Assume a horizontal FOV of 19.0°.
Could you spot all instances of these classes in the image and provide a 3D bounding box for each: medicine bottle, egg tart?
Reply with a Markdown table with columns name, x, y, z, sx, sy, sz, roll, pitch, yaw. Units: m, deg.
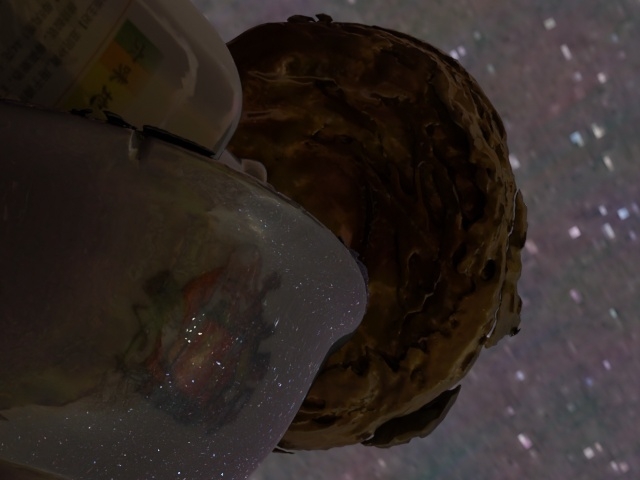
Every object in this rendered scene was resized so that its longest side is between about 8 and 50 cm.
| name | x | y | z | sx | sy | sz | roll | pitch | yaw |
| --- | --- | --- | --- | --- | --- | --- | --- | --- | --- |
| medicine bottle | -0.151 | -0.080 | 0.942 | 0.124 | 0.324 | 0.179 | -15 | -144 | 54 |
| egg tart | 0.000 | 0.000 | 1.272 | 0.297 | 0.132 | 0.297 | 1 | -99 | -9 |

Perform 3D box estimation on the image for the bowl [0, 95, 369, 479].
| name | x | y | z | sx | sy | sz | roll | pitch | yaw |
| --- | --- | --- | --- | --- | --- | --- | --- | --- | --- |
| bowl | -0.154 | 0.076 | 0.948 | 0.345 | 0.345 | 0.157 | -4 | -118 | 26 |
